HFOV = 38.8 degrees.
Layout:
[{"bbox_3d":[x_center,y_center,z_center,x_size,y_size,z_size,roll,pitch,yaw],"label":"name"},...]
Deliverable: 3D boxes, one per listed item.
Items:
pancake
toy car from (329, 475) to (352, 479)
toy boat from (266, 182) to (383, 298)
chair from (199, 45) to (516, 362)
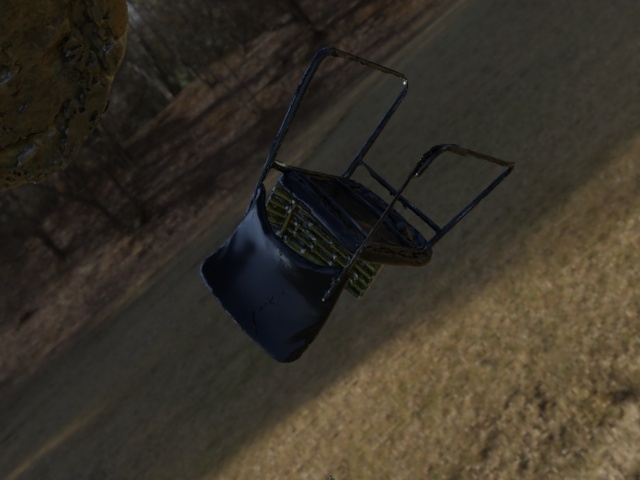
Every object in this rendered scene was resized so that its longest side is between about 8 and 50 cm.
[{"bbox_3d":[-0.263,-0.138,0.704,0.282,0.049,0.282,-30,-28,-18],"label":"pancake"},{"bbox_3d":[0.024,0.418,1.442,0.069,0.055,0.142,-44,-30,7],"label":"toy car"},{"bbox_3d":[0.000,0.000,0.785,0.016,0.115,0.063,-46,-10,-38],"label":"toy boat"},{"bbox_3d":[0.023,-0.020,0.747,0.145,0.140,0.221,6,-57,-55],"label":"chair"}]
